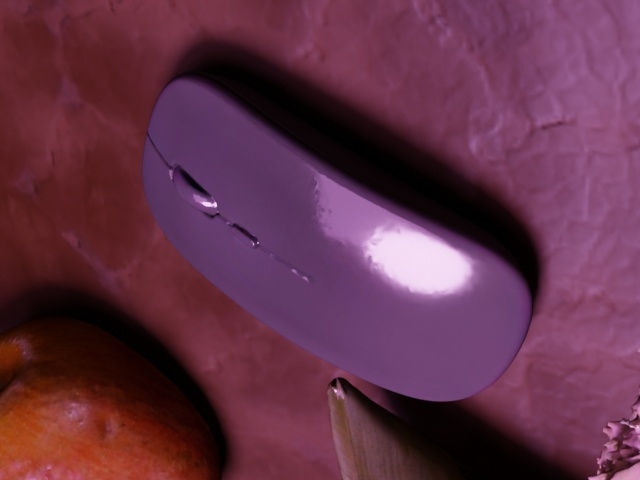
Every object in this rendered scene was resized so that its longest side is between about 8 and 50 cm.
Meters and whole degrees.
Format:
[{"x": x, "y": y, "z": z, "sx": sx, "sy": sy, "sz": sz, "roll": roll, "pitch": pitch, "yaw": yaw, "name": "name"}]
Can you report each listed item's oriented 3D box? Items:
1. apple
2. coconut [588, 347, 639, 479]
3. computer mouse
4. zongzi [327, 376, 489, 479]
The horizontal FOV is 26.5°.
[{"x": -0.166, "y": 0.151, "z": 0.873, "sx": 0.195, "sy": 0.160, "sz": 0.173, "roll": -9, "pitch": 136, "yaw": 45, "name": "apple"}, {"x": 0.235, "y": 0.095, "z": 0.493, "sx": 0.233, "sy": 0.245, "sz": 0.233, "roll": -7, "pitch": 78, "yaw": 37, "name": "coconut"}, {"x": 0.000, "y": 0.001, "z": 0.707, "sx": 0.232, "sy": 0.057, "sz": 0.120, "roll": 33, "pitch": 132, "yaw": 12, "name": "computer mouse"}, {"x": 0.126, "y": 0.194, "z": 0.688, "sx": 0.250, "sy": 0.125, "sz": 0.274, "roll": -2, "pitch": 115, "yaw": 51, "name": "zongzi"}]
